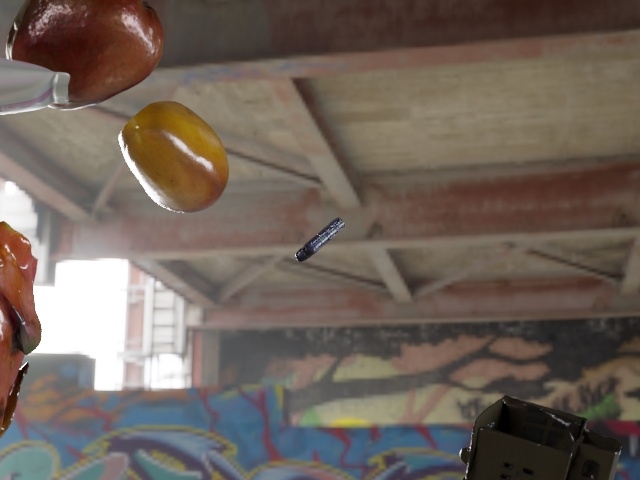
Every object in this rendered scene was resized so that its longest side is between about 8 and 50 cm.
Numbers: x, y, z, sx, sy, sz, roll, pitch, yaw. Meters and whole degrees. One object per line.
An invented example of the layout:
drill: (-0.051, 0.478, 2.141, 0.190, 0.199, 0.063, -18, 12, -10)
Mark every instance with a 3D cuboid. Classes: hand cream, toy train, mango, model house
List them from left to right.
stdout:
hand cream: (-0.520, -0.206, 1.483, 0.359, 0.118, 0.185, 1, -7, -13)
mango: (-0.284, -0.169, 2.168, 0.199, 0.201, 0.350, 19, -8, 13)
toy train: (0.000, 0.000, 1.420, 0.083, 0.017, 0.017, -42, 12, -33)
model house: (0.295, 0.370, 1.521, 0.204, 0.243, 0.211, 15, 10, 19)

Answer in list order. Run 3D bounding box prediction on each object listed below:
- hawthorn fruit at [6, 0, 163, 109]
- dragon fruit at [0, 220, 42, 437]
hawthorn fruit: (-0.376, -0.305, 1.693, 0.261, 0.224, 0.224, -40, -11, -10)
dragon fruit: (-0.421, 0.063, 1.147, 0.291, 0.189, 0.290, 10, -43, 10)
